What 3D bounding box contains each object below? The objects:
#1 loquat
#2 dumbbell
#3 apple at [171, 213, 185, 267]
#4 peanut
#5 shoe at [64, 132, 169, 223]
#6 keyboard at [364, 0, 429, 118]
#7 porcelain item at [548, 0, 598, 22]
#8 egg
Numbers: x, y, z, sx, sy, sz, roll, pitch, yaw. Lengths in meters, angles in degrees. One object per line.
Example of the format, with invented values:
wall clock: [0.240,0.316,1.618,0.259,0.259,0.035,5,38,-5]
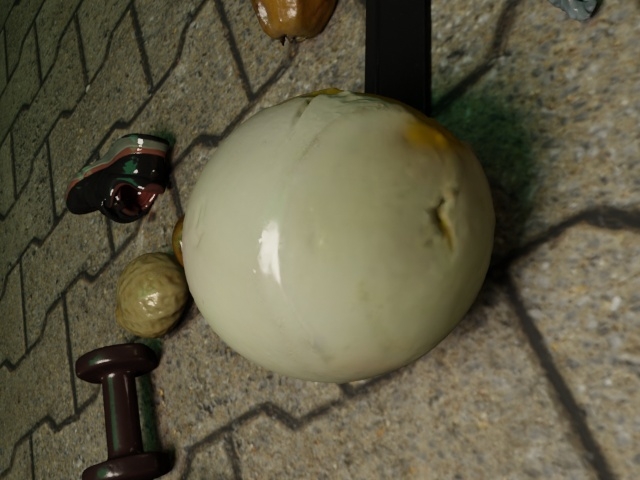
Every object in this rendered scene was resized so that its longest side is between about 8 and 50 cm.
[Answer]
loquat: [-0.042,-0.353,0.808,0.137,0.113,0.137,3,97,23]
dumbbell: [-0.333,0.294,0.943,0.124,0.140,0.225,-14,67,-4]
apple: [-0.169,-0.002,0.870,0.114,0.102,0.099,-1,94,37]
peanut: [-0.288,0.095,0.957,0.159,0.109,0.140,-51,37,20]
shoe: [-0.391,-0.095,1.101,0.291,0.114,0.137,-24,72,36]
keyboard: [0.094,-0.275,0.717,0.101,0.018,0.309,-8,77,42]
porcelain item: [0.241,-0.243,0.557,0.028,0.036,0.083,100,152,-46]
egg: [0.000,0.000,0.579,0.345,0.283,0.283,-12,74,55]
